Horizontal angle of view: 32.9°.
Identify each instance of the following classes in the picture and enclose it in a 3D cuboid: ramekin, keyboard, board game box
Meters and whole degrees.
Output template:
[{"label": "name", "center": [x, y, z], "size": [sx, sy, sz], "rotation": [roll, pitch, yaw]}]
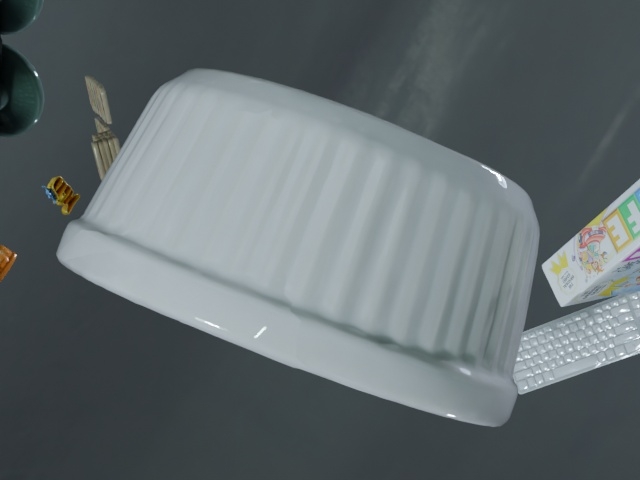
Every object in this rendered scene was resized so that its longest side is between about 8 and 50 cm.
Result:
[{"label": "ramekin", "center": [0.000, 0.000, 0.624], "size": [0.273, 0.272, 0.127], "rotation": [25, 85, -62]}, {"label": "keyboard", "center": [0.336, 0.111, 1.292], "size": [0.256, 0.072, 0.014], "rotation": [-26, 154, 31]}, {"label": "board game box", "center": [0.193, -0.020, 0.531], "size": [0.103, 0.026, 0.154], "rotation": [-8, 155, -29]}]

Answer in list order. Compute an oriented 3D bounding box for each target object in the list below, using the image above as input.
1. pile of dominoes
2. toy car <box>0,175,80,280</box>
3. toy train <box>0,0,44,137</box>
[{"label": "pile of dominoes", "center": [-0.351, -0.157, 1.718], "size": [0.040, 0.251, 0.196], "rotation": [-16, 108, -14]}, {"label": "toy car", "center": [-0.261, -0.011, 0.896], "size": [0.122, 0.060, 0.040], "rotation": [-55, 132, -30]}, {"label": "toy train", "center": [-0.295, -0.177, 0.734], "size": [0.142, 0.190, 0.334], "rotation": [-59, 164, -55]}]
